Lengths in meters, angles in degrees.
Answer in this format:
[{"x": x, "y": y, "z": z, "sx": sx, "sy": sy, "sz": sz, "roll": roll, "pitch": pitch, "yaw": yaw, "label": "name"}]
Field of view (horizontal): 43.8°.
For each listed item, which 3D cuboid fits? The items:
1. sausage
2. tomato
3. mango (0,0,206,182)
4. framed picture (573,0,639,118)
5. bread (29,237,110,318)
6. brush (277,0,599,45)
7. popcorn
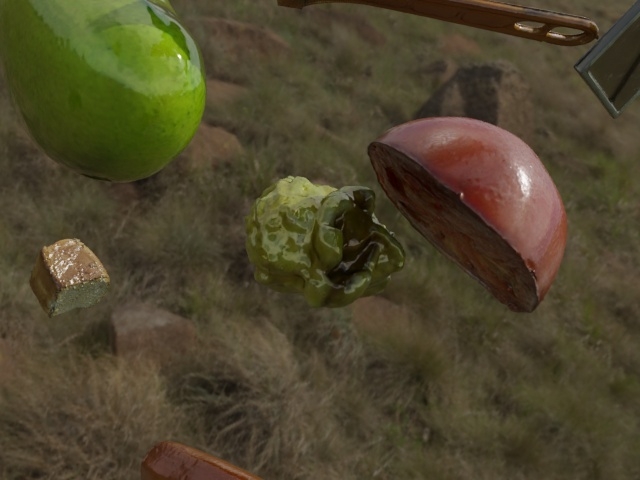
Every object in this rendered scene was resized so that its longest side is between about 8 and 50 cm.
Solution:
[{"x": -0.070, "y": 0.160, "z": 0.508, "sx": 0.131, "sy": 0.039, "sz": 0.041, "roll": 6, "pitch": 49, "yaw": 46, "label": "sausage"}, {"x": 0.216, "y": -0.060, "z": 1.077, "sx": 0.338, "sy": 0.144, "sz": 0.338, "roll": 43, "pitch": -7, "yaw": 7, "label": "tomato"}, {"x": -0.189, "y": -0.143, "z": 0.673, "sx": 0.149, "sy": 0.185, "sz": 0.273, "roll": -5, "pitch": 41, "yaw": -31, "label": "mango"}, {"x": 0.271, "y": -0.170, "z": 0.627, "sx": 0.109, "sy": 0.149, "sz": 0.011, "roll": 22, "pitch": 25, "yaw": -54, "label": "framed picture"}, {"x": -0.316, "y": 0.046, "z": 1.000, "sx": 0.076, "sy": 0.083, "sz": 0.070, "roll": -18, "pitch": 68, "yaw": -40, "label": "bread"}, {"x": 0.063, "y": -0.182, "z": 0.597, "sx": 0.314, "sy": 0.017, "sz": 0.090, "roll": 9, "pitch": -7, "yaw": -8, "label": "brush"}, {"x": 0.000, "y": 0.000, "z": 1.212, "sx": 0.256, "sy": 0.195, "sz": 0.255, "roll": 22, "pitch": 0, "yaw": -37, "label": "popcorn"}]
